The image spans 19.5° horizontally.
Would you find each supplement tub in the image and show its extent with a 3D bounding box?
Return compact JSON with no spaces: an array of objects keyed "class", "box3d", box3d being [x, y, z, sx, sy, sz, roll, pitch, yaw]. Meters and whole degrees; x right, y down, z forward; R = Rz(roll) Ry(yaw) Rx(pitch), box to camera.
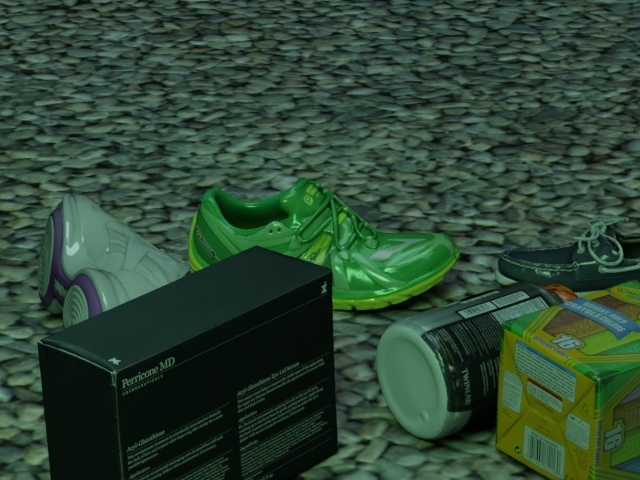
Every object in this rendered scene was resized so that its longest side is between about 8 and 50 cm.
[{"class":"supplement tub","box3d":[0.157,0.107,1.743,0.190,0.117,0.117,-15,28,-32]}]

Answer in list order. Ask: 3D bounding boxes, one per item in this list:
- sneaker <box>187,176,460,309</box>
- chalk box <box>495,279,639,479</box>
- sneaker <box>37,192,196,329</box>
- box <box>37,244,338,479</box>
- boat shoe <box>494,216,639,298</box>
[{"class":"sneaker","box3d":[0.000,0.000,1.983,0.295,0.124,0.109,4,24,10]},{"class":"chalk box","box3d":[0.280,0.127,1.675,0.213,0.132,0.132,-17,29,-33]},{"class":"sneaker","box3d":[-0.207,0.046,1.936,0.152,0.114,0.305,5,24,-23]},{"class":"box","box3d":[-0.107,0.135,1.600,0.103,0.184,0.261,20,30,38]},{"class":"boat shoe","box3d":[0.314,0.019,1.987,0.254,0.079,0.095,4,24,10]}]
